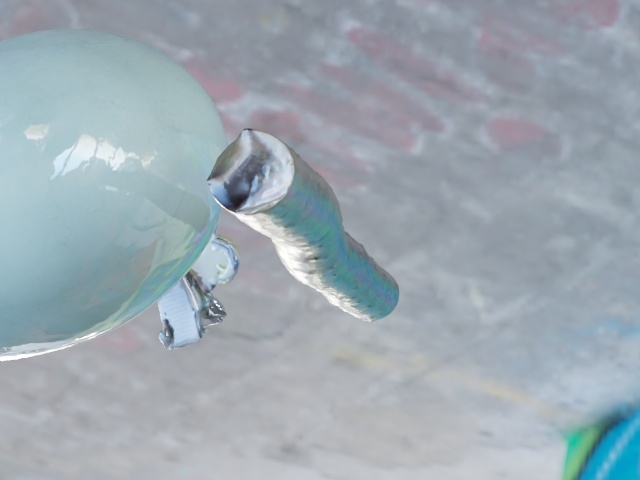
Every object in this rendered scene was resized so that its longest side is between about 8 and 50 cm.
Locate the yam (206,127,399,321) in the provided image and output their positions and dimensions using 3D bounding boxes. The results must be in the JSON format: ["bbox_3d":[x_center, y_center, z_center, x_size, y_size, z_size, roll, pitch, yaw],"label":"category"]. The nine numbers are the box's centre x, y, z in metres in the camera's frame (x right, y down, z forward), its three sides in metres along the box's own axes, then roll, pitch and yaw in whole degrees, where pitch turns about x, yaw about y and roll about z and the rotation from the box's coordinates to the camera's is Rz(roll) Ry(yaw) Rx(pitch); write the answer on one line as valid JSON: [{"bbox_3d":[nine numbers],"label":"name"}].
[{"bbox_3d":[0.000,0.000,0.931,0.045,0.045,0.327,9,170,13],"label":"yam"}]

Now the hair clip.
[{"bbox_3d":[-0.127,-0.003,1.288,0.116,0.049,0.172,-18,106,25],"label":"hair clip"}]

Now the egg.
[{"bbox_3d":[-0.179,-0.021,1.007,0.264,0.183,0.183,-25,141,10],"label":"egg"}]
